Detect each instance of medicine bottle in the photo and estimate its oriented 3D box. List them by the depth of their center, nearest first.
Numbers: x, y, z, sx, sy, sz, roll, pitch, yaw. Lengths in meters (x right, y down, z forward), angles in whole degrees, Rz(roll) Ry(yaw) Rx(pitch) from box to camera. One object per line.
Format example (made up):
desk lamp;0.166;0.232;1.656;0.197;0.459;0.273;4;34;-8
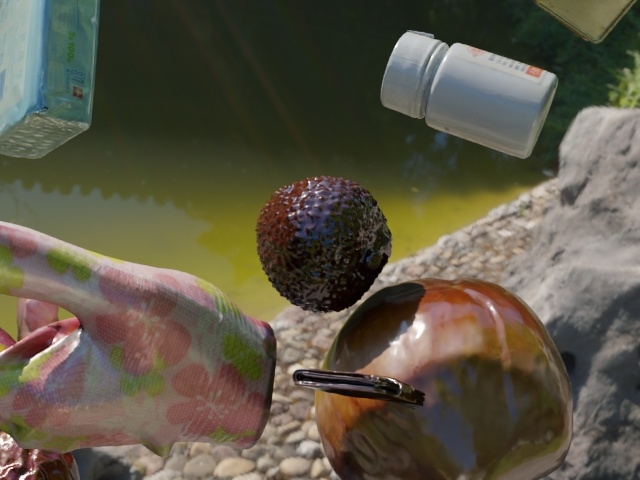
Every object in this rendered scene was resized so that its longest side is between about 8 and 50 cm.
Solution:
medicine bottle;0.231;-0.231;1.338;0.252;0.144;0.144;20;33;12

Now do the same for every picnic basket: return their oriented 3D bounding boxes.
picnic basket;0.368;-0.356;1.117;0.115;0.164;0.079;34;36;-8

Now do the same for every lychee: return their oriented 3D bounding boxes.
lychee;0.002;0.002;1.134;0.195;0.194;0.194;12;34;-8

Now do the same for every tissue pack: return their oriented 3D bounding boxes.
tissue pack;-0.332;-0.245;1.032;0.089;0.177;0.263;12;74;-38

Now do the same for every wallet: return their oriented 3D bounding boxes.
wallet;0.046;0.150;0.872;0.095;0.026;0.176;4;-14;23

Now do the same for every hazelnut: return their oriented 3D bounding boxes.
hazelnut;0.155;0.203;1.146;0.373;0.315;0.372;-19;40;17

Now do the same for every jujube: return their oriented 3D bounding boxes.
jujube;-0.439;0.397;1.251;0.174;0.174;0.250;6;45;-16

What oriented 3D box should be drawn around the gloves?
gloves;-0.149;0.056;0.466;0.241;0.126;0.145;10;-3;-18
